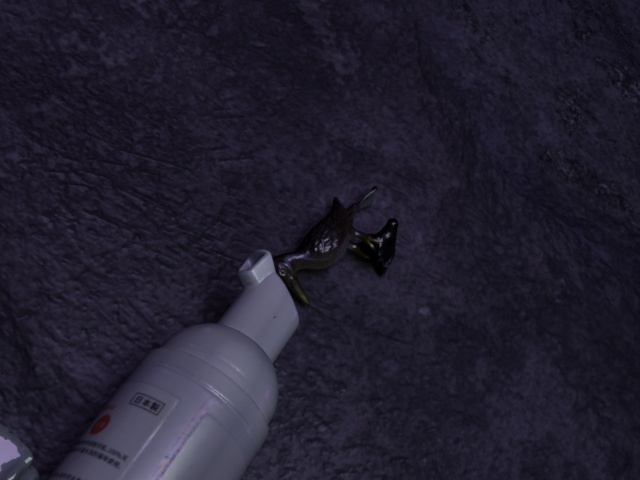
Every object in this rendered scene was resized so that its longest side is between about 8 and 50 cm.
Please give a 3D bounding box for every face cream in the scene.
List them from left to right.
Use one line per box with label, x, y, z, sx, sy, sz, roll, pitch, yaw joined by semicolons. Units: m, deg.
face cream;-0.122;0.169;0.863;0.145;0.145;0.369;39;57;-4

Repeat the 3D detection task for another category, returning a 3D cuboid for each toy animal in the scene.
toy animal;0.010;0.005;1.068;0.202;0.070;0.105;-24;68;-28

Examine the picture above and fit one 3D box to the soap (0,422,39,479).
soap;-0.484;0.152;0.657;0.435;0.213;0.350;46;59;0
